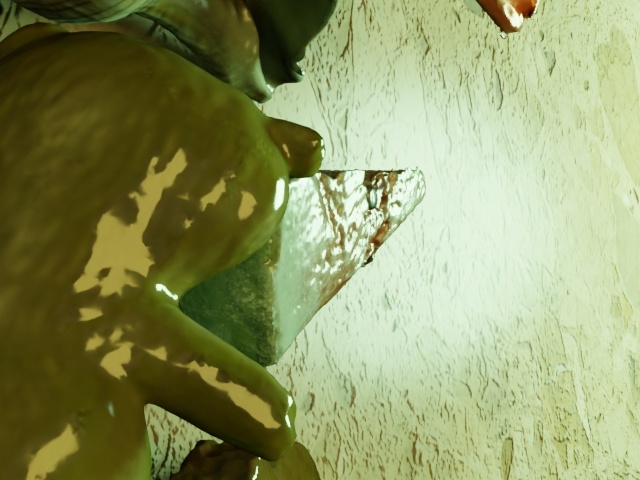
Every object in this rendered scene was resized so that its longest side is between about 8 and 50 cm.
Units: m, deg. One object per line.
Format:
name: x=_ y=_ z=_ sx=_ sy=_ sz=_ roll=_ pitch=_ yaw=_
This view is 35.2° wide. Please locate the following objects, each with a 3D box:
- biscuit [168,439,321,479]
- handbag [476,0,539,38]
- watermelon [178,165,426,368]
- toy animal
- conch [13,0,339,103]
biscuit: x=-0.034 y=0.321 z=0.568 sx=0.368 sy=0.076 sz=0.394 roll=-27 pitch=110 yaw=-73
handbag: x=0.025 y=-0.334 z=0.638 sx=0.410 sy=0.116 sz=0.303 roll=39 pitch=18 yaw=-45
watermelon: x=0.000 y=0.000 z=0.737 sx=0.241 sy=0.094 sz=0.154 roll=-32 pitch=119 yaw=-51
toy animal: x=-0.132 y=0.075 z=0.482 sx=0.180 sy=0.181 sz=0.363 roll=33 pitch=60 yaw=-36
conch: x=-0.081 y=-0.194 z=0.563 sx=0.386 sy=0.203 sz=0.169 roll=8 pitch=80 yaw=-67
